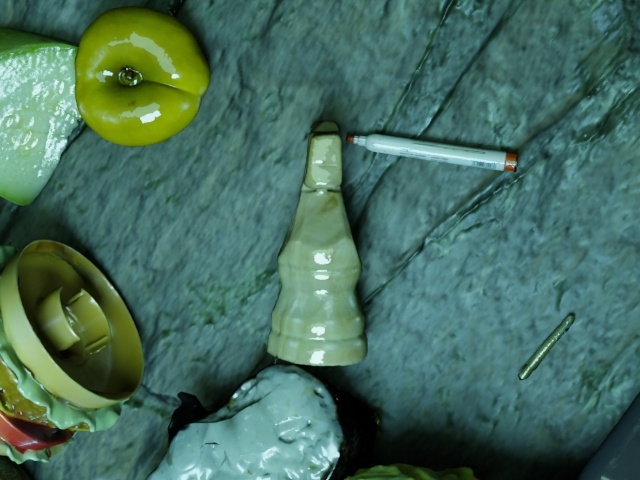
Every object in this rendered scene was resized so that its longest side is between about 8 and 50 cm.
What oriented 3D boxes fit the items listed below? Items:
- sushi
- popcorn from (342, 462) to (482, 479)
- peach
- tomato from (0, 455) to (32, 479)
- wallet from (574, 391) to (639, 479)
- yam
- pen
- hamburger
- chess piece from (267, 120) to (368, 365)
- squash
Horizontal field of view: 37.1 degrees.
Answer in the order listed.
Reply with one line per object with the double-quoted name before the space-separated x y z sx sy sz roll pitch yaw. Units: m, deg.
"sushi" -0.095 0.304 1.217 0.348 0.207 0.234 -44 63 1
"popcorn" 0.109 0.385 1.067 0.293 0.237 0.292 -10 73 36
"peach" -0.227 -0.205 1.208 0.179 0.103 0.179 1 101 4
"tomato" -0.502 0.413 1.236 0.304 0.303 0.239 -14 140 11
"wallet" 0.434 0.302 1.144 0.228 0.062 0.406 38 86 3
"yam" 0.288 0.137 1.217 0.014 0.014 0.107 38 102 2
"pen" 0.139 -0.113 1.201 0.218 0.026 0.026 9 100 8
"hamburger" -0.376 0.146 1.199 0.212 0.274 0.274 -31 92 14
"chess piece" 0.000 0.000 1.192 0.137 0.137 0.300 3 95 9
"squash" -0.439 -0.200 1.288 0.204 0.155 0.236 24 102 -32
